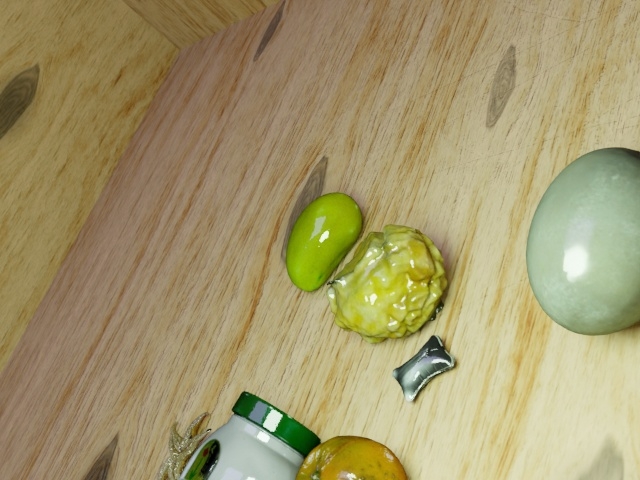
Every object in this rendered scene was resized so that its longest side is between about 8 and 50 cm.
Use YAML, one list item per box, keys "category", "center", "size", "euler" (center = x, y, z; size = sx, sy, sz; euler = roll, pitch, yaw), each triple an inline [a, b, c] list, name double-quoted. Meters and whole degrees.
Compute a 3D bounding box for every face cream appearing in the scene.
- category: "face cream"
  center: [-0.174, 0.529, 1.759]
  size: [0.357, 0.219, 0.312]
  euler: [-57, 22, -17]

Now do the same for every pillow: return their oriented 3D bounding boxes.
- category: "pillow"
  center: [0.213, 0.265, 1.703]
  size: [0.136, 0.055, 0.091]
  euler: [-46, 64, 13]

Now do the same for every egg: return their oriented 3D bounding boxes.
- category: "egg"
  center: [0.494, -0.002, 1.426]
  size: [0.258, 0.258, 0.352]
  euler: [-11, 46, 46]

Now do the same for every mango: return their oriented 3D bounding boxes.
- category: "mango"
  center: [-0.002, -0.005, 2.158]
  size: [0.273, 0.149, 0.185]
  euler: [-55, 33, 4]

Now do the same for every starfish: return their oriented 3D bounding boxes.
- category: "starfish"
  center: [-0.363, 0.548, 2.149]
  size: [0.227, 0.043, 0.240]
  euler: [-46, 29, 5]

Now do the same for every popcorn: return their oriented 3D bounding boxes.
- category: "popcorn"
  center: [0.145, 0.095, 1.814]
  size: [0.286, 0.215, 0.252]
  euler: [-45, 38, 17]

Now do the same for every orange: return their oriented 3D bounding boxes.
- category: "orange"
  center: [0.051, 0.483, 1.572]
  size: [0.240, 0.171, 0.240]
  euler: [-31, 37, 27]
